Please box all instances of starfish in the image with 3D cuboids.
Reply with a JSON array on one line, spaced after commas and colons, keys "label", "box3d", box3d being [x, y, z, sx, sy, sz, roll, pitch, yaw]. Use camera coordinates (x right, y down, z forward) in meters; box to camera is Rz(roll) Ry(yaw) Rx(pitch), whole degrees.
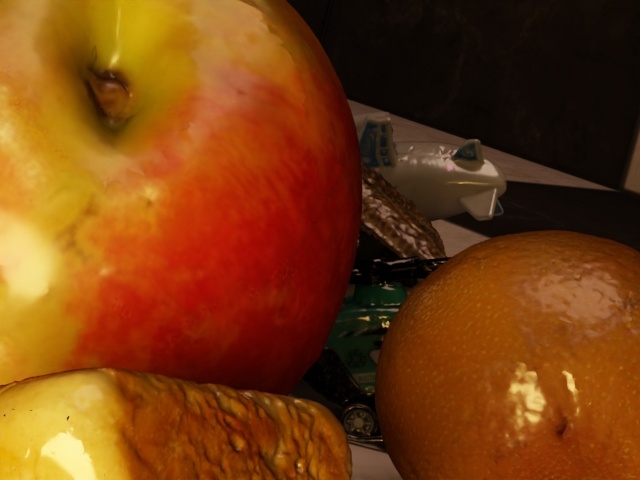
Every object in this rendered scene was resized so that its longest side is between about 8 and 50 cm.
[{"label": "starfish", "box3d": [0.008, -0.008, 1.710, 0.398, 0.132, 0.384, 26, 22, -33]}]

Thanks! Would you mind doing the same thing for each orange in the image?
[{"label": "orange", "box3d": [0.166, 0.112, 1.241, 0.264, 0.264, 0.264, 13, 10, -2]}]

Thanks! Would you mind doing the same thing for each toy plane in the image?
[{"label": "toy plane", "box3d": [0.111, -0.066, 2.169, 0.267, 0.267, 0.122, 15, 48, 7]}, {"label": "toy plane", "box3d": [0.016, 0.086, 1.433, 0.382, 0.155, 0.106, -2, 9, 8]}]

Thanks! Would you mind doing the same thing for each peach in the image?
[{"label": "peach", "box3d": [-0.158, -0.006, 1.107, 0.388, 0.388, 0.388, 13, 10, -2]}]

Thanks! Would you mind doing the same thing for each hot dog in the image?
[{"label": "hot dog", "box3d": [-0.084, 0.157, 0.888, 0.150, 0.153, 0.257, -14, -17, 30]}]

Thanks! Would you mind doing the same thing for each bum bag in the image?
[{"label": "bum bag", "box3d": [0.076, 0.013, 2.026, 0.142, 0.079, 0.326, -2, -6, 16]}]
